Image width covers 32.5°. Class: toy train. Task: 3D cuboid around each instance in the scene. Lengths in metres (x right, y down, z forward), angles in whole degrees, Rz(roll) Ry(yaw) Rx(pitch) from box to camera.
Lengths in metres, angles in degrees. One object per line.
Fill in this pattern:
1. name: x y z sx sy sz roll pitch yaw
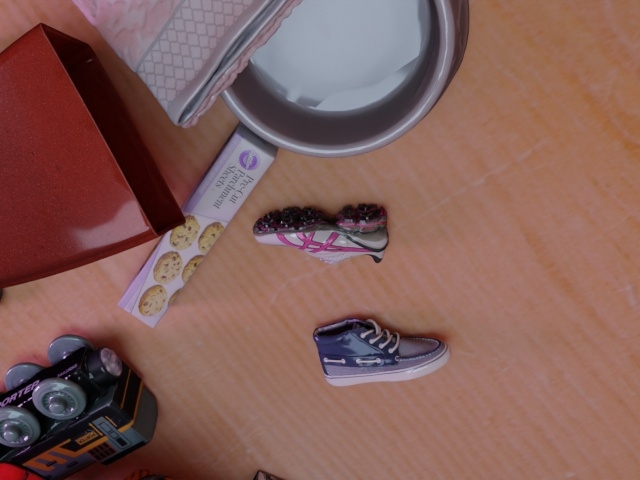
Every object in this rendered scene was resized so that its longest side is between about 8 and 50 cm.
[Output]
1. toy train: -0.405 0.278 1.639 0.333 0.142 0.190 -30 118 18

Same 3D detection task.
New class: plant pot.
1. plant pot: -0.342 -0.075 1.329 0.235 0.267 0.267 -29 94 2

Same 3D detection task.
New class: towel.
1. towel: -0.153 -0.350 1.278 0.332 0.053 0.317 -47 70 21

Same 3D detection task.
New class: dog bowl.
1. dog bowl: 0.012 -0.261 1.356 0.348 0.102 0.349 2 116 4

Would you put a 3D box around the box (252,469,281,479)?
1. box: -0.054 0.543 1.753 0.242 0.076 0.308 24 115 -6

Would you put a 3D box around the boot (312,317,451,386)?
1. boot: 0.085 0.150 1.557 0.189 0.069 0.086 -13 116 13

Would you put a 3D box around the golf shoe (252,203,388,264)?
1. golf shoe: 0.000 0.000 1.497 0.186 0.067 0.086 0 117 6

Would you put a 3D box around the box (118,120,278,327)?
1. box: -0.170 -0.019 1.508 0.067 0.063 0.324 34 114 -10

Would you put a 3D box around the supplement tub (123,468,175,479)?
1. supplement tub: -0.224 0.435 1.665 0.190 0.117 0.117 29 119 27

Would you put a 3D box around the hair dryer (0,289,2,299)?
1. hair dryer: -0.620 0.132 1.566 0.293 0.080 0.224 19 116 -29

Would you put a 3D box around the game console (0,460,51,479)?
1. game console: -0.319 0.476 1.629 0.341 0.060 0.387 21 147 10
